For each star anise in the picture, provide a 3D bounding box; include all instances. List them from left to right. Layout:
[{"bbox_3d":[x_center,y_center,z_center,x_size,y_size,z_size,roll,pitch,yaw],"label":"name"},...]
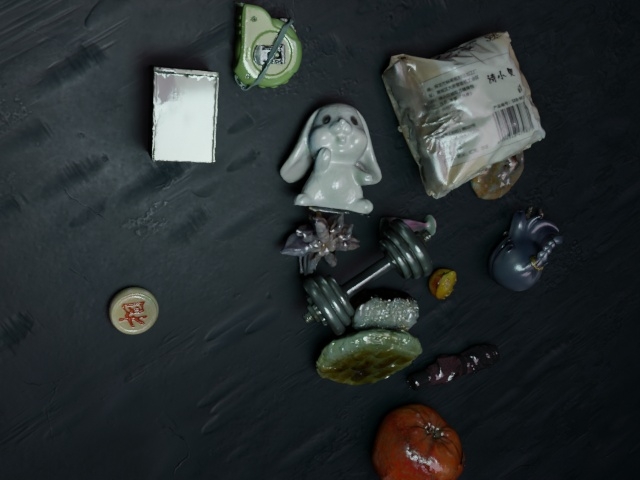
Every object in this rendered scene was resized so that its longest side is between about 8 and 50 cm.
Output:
[{"bbox_3d":[0.000,0.000,1.772,0.229,0.093,0.236,-19,144,-14],"label":"star anise"}]

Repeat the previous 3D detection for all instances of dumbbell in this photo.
[{"bbox_3d":[0.124,0.097,1.768,0.406,0.179,0.179,-34,115,-4],"label":"dumbbell"}]

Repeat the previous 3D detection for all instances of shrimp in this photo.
[{"bbox_3d":[0.556,-0.263,1.975,0.164,0.062,0.317,20,101,-31],"label":"shrimp"}]

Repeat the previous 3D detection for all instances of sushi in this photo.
[{"bbox_3d":[0.172,0.210,1.921,0.212,0.115,0.147,-3,103,-21],"label":"sushi"}]

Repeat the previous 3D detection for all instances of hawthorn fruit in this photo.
[{"bbox_3d":[0.269,0.663,2.025,0.276,0.276,0.307,27,112,-27],"label":"hawthorn fruit"}]

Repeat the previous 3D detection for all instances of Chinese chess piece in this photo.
[{"bbox_3d":[-0.469,0.176,1.676,0.122,0.051,0.122,-7,108,-21],"label":"Chinese chess piece"}]

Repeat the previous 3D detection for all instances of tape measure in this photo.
[{"bbox_3d":[-0.131,-0.456,1.601,0.175,0.106,0.200,3,106,-20],"label":"tape measure"}]

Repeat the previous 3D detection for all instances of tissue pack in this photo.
[{"bbox_3d":[0.390,-0.348,1.788,0.375,0.195,0.390,-21,96,-14],"label":"tissue pack"}]

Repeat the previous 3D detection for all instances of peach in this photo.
[{"bbox_3d":[0.362,0.125,2.006,0.098,0.061,0.098,-24,130,-32],"label":"peach"}]

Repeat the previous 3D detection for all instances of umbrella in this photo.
[{"bbox_3d":[0.418,0.396,2.095,0.326,0.094,0.090,-13,154,-21],"label":"umbrella"}]

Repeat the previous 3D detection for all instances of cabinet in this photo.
[{"bbox_3d":[-0.320,-0.293,1.545,0.145,0.150,0.206,0,105,-19],"label":"cabinet"}]

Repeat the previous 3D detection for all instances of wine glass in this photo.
[{"bbox_3d":[0.249,-0.039,1.905,0.155,0.073,0.073,-8,108,-22],"label":"wine glass"}]

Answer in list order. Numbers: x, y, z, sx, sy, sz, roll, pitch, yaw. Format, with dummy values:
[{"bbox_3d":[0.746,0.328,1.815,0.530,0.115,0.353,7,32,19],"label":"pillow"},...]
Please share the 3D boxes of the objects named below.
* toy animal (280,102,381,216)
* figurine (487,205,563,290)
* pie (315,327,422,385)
[{"bbox_3d":[0.046,-0.197,1.720,0.249,0.174,0.289,27,95,-15],"label":"toy animal"},{"bbox_3d":[0.622,0.027,2.034,0.175,0.197,0.265,22,101,10],"label":"figurine"},{"bbox_3d":[0.131,0.336,1.887,0.306,0.071,0.306,-4,141,-3],"label":"pie"}]
